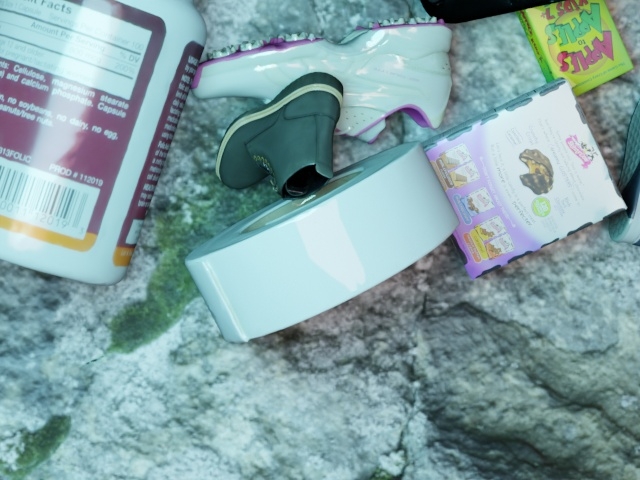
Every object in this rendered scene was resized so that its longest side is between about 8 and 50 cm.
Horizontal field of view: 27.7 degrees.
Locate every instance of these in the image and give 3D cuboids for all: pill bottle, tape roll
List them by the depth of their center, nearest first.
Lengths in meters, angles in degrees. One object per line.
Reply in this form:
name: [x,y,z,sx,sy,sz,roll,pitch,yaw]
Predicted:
pill bottle: [-0.252,-0.169,1.366,0.224,0.224,0.392,19,91,-8]
tape roll: [0.000,0.000,1.380,0.286,0.286,0.100,-27,98,-4]

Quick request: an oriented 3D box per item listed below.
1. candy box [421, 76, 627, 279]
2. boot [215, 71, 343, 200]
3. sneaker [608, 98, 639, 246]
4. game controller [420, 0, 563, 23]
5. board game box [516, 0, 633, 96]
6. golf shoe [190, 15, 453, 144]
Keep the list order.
candy box: [0.225,-0.072,1.490,0.196,0.070,0.164,-25,97,9]
boot: [-0.054,-0.079,1.399,0.077,0.198,0.137,24,47,-25]
sneaker: [0.444,-0.089,1.529,0.163,0.086,0.226,14,91,-10]
game controller: [0.237,-0.340,1.406,0.319,0.067,0.166,-6,106,36]
board game box: [0.284,-0.263,1.517,0.092,0.043,0.181,-26,97,-5]
golf shoe: [0.005,-0.170,1.457,0.306,0.115,0.140,-8,101,-4]
